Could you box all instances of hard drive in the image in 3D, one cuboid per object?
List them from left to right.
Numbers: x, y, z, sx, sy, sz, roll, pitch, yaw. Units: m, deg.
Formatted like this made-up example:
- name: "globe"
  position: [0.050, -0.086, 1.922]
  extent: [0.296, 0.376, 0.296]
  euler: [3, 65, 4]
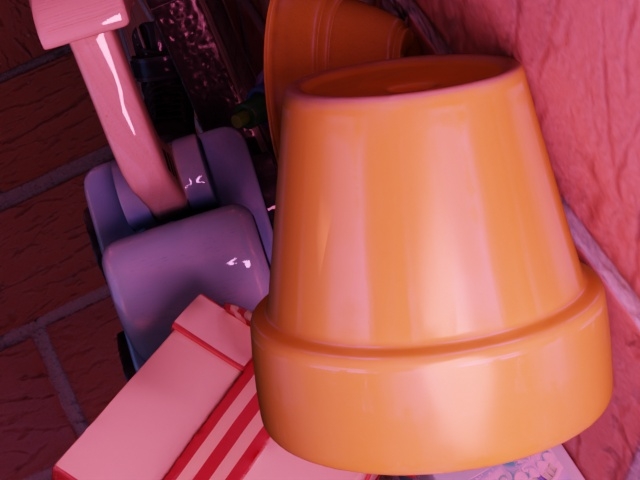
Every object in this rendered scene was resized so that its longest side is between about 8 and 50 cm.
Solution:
- name: "hard drive"
  position: [-0.129, -0.214, 1.654]
  extent: [0.237, 0.064, 0.339]
  euler: [-95, -16, -71]

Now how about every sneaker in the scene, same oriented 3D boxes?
- name: "sneaker"
  position: [-0.200, -0.196, 1.751]
  extent: [0.226, 0.086, 0.163]
  euler: [-109, 16, -71]

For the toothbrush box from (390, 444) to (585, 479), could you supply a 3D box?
- name: "toothbrush box"
  position: [0.172, 0.257, 1.322]
  extent: [0.295, 0.126, 0.216]
  euler: [57, 167, 26]

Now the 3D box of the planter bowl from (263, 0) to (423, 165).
- name: "planter bowl"
  position: [0.034, -0.116, 1.088]
  extent: [0.217, 0.090, 0.217]
  euler: [-5, -90, -71]

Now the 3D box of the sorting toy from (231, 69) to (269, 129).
- name: "sorting toy"
  position: [0.000, 0.000, 1.416]
  extent: [0.127, 0.126, 0.366]
  euler: [-12, 106, 45]

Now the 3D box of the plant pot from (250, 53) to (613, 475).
- name: "plant pot"
  position: [0.070, 0.002, 0.950]
  extent: [0.254, 0.254, 0.239]
  euler: [-143, 45, -68]

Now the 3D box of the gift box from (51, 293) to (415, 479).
- name: "gift box"
  position: [-0.073, 0.219, 1.237]
  extent: [0.255, 0.258, 0.276]
  euler: [34, 141, 8]

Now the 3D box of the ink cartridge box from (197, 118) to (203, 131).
- name: "ink cartridge box"
  position: [-0.116, -0.076, 1.836]
  extent: [0.189, 0.066, 0.232]
  euler: [67, -158, -16]

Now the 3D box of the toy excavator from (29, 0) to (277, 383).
- name: "toy excavator"
  position: [-0.148, -0.037, 1.365]
  extent: [0.445, 0.222, 0.433]
  euler: [88, 165, -86]
